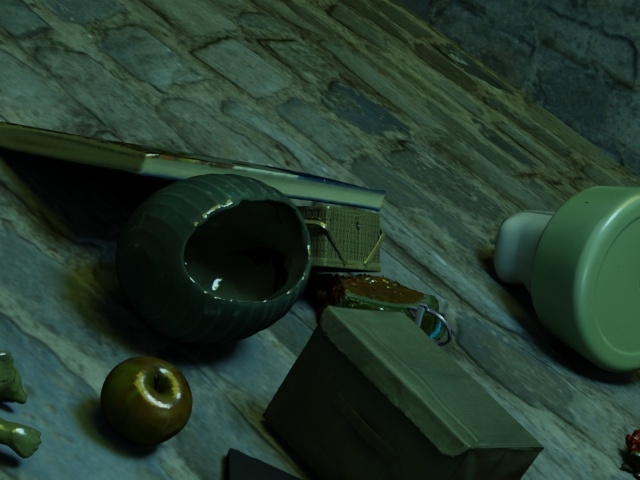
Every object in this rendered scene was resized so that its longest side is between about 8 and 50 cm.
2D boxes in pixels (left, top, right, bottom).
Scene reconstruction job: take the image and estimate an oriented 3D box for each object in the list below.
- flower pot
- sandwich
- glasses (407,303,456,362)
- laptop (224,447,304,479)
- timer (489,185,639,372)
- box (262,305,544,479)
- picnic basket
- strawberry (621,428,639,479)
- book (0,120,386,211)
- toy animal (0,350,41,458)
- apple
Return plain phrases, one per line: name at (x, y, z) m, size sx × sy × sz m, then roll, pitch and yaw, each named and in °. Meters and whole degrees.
flower pot at (-0.118, 0.021, 1.536) m, size 0.157 × 0.189 × 0.243 m, roll -9°, pitch 0°, yaw 38°
sandwich at (0.086, 0.092, 1.807) m, size 0.235 × 0.079 × 0.159 m, roll 14°, pitch 27°, yaw -38°
glasses at (0.119, 0.162, 1.709) m, size 0.062 × 0.140 × 0.104 m, roll 12°, pitch 42°, yaw 38°
laptop at (-0.008, 0.279, 1.351) m, size 0.197 × 0.016 × 0.135 m, roll 28°, pitch 20°, yaw -13°
timer at (0.404, 0.033, 2.206) m, size 0.291 × 0.290 × 0.315 m, roll 14°, pitch 3°, yaw -38°
box at (0.082, 0.198, 1.446) m, size 0.231 × 0.149 × 0.155 m, roll 43°, pitch 21°, yaw 33°
picnic basket at (0.000, 0.000, 1.811) m, size 0.115 × 0.079 × 0.164 m, roll 0°, pitch -3°, yaw 33°
strawberry at (0.514, 0.296, 1.930) m, size 0.167 × 0.087 × 0.208 m, roll 34°, pitch 19°, yaw 11°
book at (-0.160, -0.092, 1.771) m, size 0.300 × 0.039 × 0.428 m, roll 12°, pitch 4°, yaw 41°
toy animal at (-0.322, 0.128, 1.174) m, size 0.101 × 0.103 × 0.219 m, roll 18°, pitch 11°, yaw 42°
apple at (-0.167, 0.155, 1.322) m, size 0.089 × 0.074 × 0.089 m, roll 27°, pitch 23°, yaw -13°
